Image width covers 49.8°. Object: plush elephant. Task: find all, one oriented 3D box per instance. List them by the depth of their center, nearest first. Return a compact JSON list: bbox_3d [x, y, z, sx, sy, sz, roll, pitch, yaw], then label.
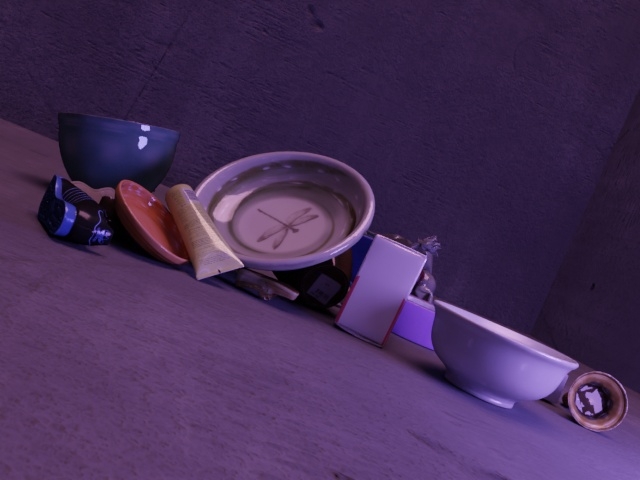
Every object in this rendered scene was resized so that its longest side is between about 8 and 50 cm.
[{"bbox_3d":[0.286,0.121,2.364,0.330,0.255,0.272,-10,32,25],"label":"plush elephant"}]

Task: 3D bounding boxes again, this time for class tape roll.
[{"bbox_3d":[0.245,0.200,1.786,0.275,0.090,0.275,22,3,-1],"label":"tape roll"}]

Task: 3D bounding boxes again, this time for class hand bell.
[{"bbox_3d":[0.603,0.368,1.592,0.126,0.126,0.242,24,-9,9],"label":"hand bell"}]

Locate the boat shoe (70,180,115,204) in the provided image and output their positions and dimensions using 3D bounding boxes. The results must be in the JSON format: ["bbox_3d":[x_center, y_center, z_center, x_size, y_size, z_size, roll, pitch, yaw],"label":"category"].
[{"bbox_3d":[-0.510,-0.080,1.481,0.065,0.075,0.206,-21,-4,15],"label":"boat shoe"}]

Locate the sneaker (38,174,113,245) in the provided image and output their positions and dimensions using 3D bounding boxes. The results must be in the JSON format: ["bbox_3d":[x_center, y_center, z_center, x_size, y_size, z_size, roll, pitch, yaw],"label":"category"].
[{"bbox_3d":[-0.420,-0.045,1.178,0.090,0.081,0.232,25,8,-33],"label":"sneaker"}]

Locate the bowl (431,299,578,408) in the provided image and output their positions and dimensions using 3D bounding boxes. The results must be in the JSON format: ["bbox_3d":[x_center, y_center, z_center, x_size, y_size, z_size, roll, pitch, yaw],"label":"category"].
[{"bbox_3d":[0.333,0.235,1.341,0.298,0.134,0.298,22,2,-1],"label":"bowl"}]

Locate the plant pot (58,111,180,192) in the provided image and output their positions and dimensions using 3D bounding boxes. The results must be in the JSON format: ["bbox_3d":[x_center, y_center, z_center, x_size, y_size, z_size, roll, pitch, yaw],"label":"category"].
[{"bbox_3d":[-0.509,-0.194,1.709,0.293,0.196,0.293,9,3,-1],"label":"plant pot"}]

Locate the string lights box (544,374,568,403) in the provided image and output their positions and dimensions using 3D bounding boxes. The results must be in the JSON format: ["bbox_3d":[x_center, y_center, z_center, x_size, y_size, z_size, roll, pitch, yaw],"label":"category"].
[{"bbox_3d":[0.507,0.321,1.731,0.133,0.076,0.259,22,2,1],"label":"string lights box"}]

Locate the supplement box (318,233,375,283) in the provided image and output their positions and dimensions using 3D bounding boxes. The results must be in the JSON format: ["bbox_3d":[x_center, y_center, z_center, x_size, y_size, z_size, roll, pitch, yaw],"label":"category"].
[{"bbox_3d":[-0.017,0.018,2.037,0.194,0.195,0.356,21,3,-44],"label":"supplement box"}]

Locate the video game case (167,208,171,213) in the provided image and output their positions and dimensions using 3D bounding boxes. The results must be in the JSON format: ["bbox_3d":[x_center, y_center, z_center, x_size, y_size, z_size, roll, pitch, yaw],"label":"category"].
[{"bbox_3d":[-0.329,-0.020,1.845,0.329,0.036,0.300,23,2,-3],"label":"video game case"}]

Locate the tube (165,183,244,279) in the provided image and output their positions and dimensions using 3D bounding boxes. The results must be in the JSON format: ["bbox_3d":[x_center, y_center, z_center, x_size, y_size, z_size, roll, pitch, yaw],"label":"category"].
[{"bbox_3d":[-0.239,-0.015,1.344,0.062,0.070,0.240,35,15,-51],"label":"tube"}]

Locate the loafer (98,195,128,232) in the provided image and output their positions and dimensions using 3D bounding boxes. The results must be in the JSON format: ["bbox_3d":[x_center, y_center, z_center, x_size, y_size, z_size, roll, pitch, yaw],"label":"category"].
[{"bbox_3d":[-0.383,-0.054,1.402,0.080,0.078,0.220,6,1,8],"label":"loafer"}]

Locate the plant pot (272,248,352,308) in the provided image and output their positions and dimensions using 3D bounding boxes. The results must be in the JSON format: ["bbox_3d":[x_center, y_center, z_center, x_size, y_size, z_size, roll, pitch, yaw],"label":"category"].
[{"bbox_3d":[-0.012,0.055,1.580,0.215,0.215,0.230,22,18,-21],"label":"plant pot"}]

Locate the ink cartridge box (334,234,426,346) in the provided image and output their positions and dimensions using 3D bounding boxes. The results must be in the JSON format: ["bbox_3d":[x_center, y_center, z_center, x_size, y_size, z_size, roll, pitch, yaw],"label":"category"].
[{"bbox_3d":[0.132,0.101,1.507,0.117,0.207,0.283,25,2,5],"label":"ink cartridge box"}]

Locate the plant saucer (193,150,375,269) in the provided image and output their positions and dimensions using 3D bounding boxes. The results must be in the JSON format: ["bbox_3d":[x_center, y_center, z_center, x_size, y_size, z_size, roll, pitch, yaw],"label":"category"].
[{"bbox_3d":[-0.083,-0.048,1.491,0.400,0.100,0.400,-1,40,1],"label":"plant saucer"}]

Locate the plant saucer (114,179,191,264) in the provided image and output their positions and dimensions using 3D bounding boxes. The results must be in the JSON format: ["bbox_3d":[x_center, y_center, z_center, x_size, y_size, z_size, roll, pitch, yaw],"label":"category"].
[{"bbox_3d":[-0.321,-0.028,1.310,0.200,0.037,0.200,51,8,-9],"label":"plant saucer"}]

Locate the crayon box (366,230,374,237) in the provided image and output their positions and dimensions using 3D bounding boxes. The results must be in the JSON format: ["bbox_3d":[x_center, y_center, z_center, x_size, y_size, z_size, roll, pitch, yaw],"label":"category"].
[{"bbox_3d":[0.000,0.000,2.341,0.202,0.081,0.318,27,-27,-35],"label":"crayon box"}]

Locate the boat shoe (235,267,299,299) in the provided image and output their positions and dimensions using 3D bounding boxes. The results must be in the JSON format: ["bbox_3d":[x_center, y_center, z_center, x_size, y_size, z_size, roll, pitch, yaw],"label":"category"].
[{"bbox_3d":[-0.106,0.094,1.352,0.135,0.045,0.050,20,1,22],"label":"boat shoe"}]

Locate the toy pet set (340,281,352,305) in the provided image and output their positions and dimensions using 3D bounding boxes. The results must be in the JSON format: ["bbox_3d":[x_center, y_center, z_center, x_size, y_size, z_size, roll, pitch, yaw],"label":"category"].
[{"bbox_3d":[0.056,0.108,1.756,0.065,0.122,0.114,17,23,-29],"label":"toy pet set"}]
